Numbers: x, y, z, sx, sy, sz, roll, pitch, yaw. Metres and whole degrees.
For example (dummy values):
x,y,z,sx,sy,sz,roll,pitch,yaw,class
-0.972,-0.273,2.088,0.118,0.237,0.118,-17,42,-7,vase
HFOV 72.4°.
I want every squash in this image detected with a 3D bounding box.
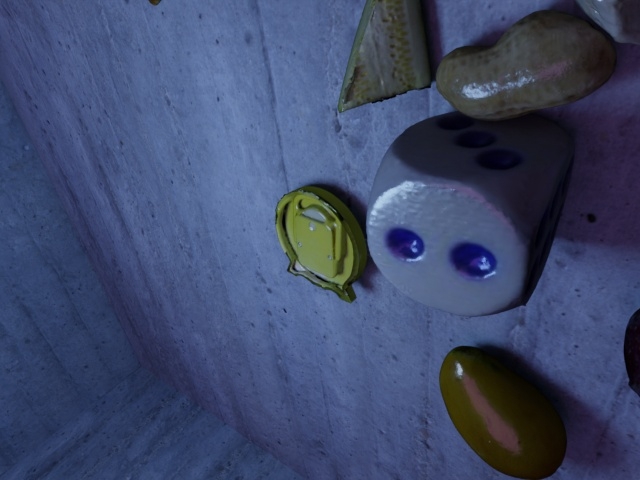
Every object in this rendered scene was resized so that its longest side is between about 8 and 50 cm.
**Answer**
x,y,z,sx,sy,sz,roll,pitch,yaw,class
0.079,-0.366,0.736,0.170,0.093,0.251,-17,115,1,squash

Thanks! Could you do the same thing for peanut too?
x,y,z,sx,sy,sz,roll,pitch,yaw,class
0.280,-0.246,0.636,0.253,0.122,0.136,-4,75,45,peanut

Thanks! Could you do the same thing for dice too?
x,y,z,sx,sy,sz,roll,pitch,yaw,class
0.242,-0.054,0.711,0.252,0.259,0.242,15,131,33,dice

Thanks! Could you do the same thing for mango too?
x,y,z,sx,sy,sz,roll,pitch,yaw,class
0.387,0.375,0.970,0.317,0.173,0.211,50,140,10,mango

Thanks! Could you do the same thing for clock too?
x,y,z,sx,sy,sz,roll,pitch,yaw,class
0.003,-0.003,1.108,0.277,0.071,0.293,28,135,30,clock

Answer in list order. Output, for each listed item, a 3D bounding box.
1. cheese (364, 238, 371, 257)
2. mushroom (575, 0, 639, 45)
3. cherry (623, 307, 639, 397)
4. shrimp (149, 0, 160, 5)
x,y,z,sx,sy,sz,roll,pitch,yaw,class
0.195,0.056,0.992,0.256,0.050,0.127,26,135,26,cheese
0.315,-0.387,0.496,0.128,0.128,0.349,-19,101,48,mushroom
0.563,0.183,0.654,0.195,0.195,0.194,24,133,28,cherry
-0.406,-0.627,1.051,0.114,0.023,0.083,-24,99,53,shrimp
